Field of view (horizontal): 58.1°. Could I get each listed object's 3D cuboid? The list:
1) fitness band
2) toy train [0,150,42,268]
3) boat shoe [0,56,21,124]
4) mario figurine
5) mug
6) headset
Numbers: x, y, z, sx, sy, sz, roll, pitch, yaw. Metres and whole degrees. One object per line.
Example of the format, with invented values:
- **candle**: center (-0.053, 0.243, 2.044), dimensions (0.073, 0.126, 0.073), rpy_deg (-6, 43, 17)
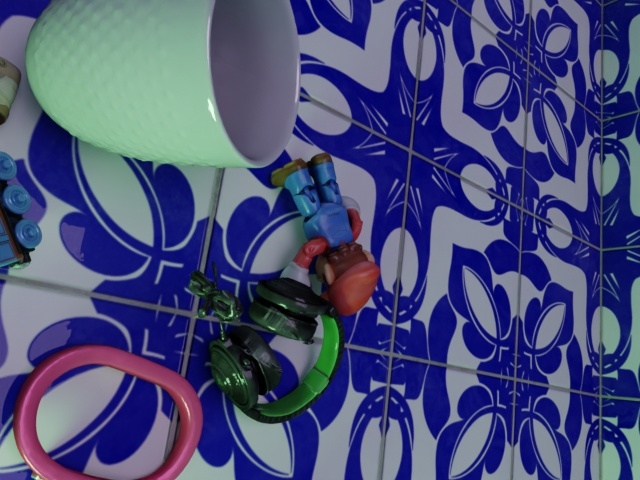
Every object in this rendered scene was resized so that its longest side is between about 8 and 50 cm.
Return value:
- **fitness band**: center (-0.312, 0.277, 0.874), dimensions (0.291, 0.054, 0.209), rpy_deg (33, 64, -33)
- **toy train**: center (-0.451, -0.043, 0.772), dimensions (0.105, 0.080, 0.184), rpy_deg (-33, 106, -65)
- **boat shoe**: center (-0.542, -0.260, 0.733), dimensions (0.302, 0.109, 0.098), rpy_deg (28, 61, -40)
- **mario figurine**: center (0.000, 0.000, 1.158), dimensions (0.198, 0.170, 0.320), rpy_deg (-20, 86, 2)
- **mug**: center (-0.215, -0.232, 0.863), dimensions (0.374, 0.328, 0.276), rpy_deg (41, 56, -66)
- **headset**: center (-0.080, 0.173, 0.969), dimensions (0.243, 0.185, 0.394), rpy_deg (-52, 131, -13)
